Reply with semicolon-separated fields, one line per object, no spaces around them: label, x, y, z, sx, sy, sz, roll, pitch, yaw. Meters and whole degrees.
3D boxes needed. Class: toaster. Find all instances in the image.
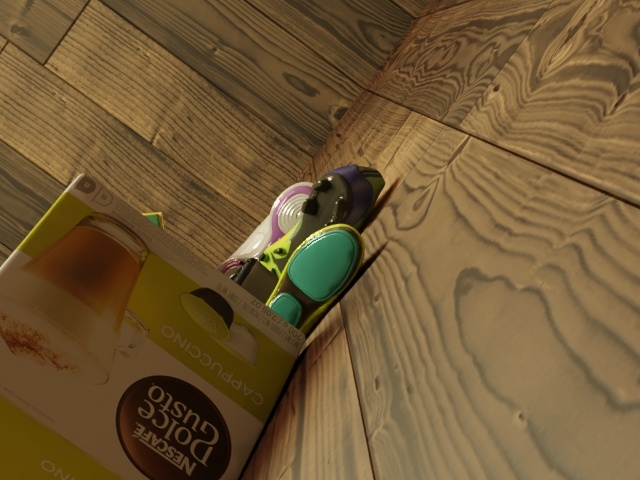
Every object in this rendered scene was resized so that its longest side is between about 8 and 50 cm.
toaster;-0.128;0.140;1.830;0.168;0.110;0.185;-49;7;44

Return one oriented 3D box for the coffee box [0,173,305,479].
coffee box;-0.278;0.205;1.514;0.338;0.338;0.334;-48;9;39

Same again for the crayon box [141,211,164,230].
crayon box;-0.325;0.158;2.195;0.313;0.106;0.362;158;106;-67

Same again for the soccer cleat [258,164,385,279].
soccer cleat;0.001;0.001;1.878;0.121;0.093;0.289;-18;-26;-42

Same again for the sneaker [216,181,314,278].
sneaker;-0.075;0.027;2.229;0.305;0.114;0.152;-48;-7;15

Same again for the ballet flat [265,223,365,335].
ballet flat;-0.014;0.059;1.614;0.231;0.077;0.077;-53;-11;27
